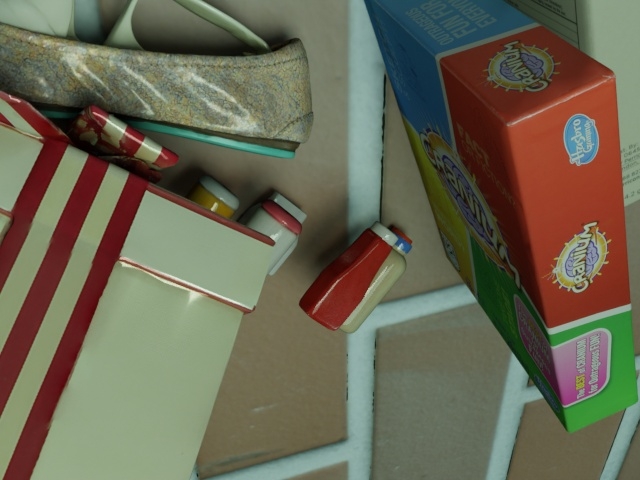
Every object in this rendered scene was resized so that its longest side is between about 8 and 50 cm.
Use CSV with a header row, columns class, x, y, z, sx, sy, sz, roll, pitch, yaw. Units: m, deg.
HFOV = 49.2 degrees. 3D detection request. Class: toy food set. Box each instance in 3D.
class,x,y,z,sx,sy,sz,roll,pitch,yaw
toy food set,0.000,0.000,0.605,0.232,0.111,0.104,37,94,-37

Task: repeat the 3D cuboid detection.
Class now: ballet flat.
class,x,y,z,sx,sy,sz,roll,pitch,yaw
ballet flat,-0.148,-0.126,0.468,0.316,0.108,0.106,3,104,-30

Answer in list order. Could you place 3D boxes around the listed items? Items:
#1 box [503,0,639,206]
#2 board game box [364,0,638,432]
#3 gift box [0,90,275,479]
class,x,y,z,sx,sy,sz,roll,pitch,yaw
box,0.223,-0.164,0.543,0.127,0.148,0.232,-26,131,-2
board game box,0.142,-0.034,0.548,0.064,0.242,0.316,-26,130,0
gift box,-0.204,0.052,0.410,0.276,0.258,0.255,28,155,-25
